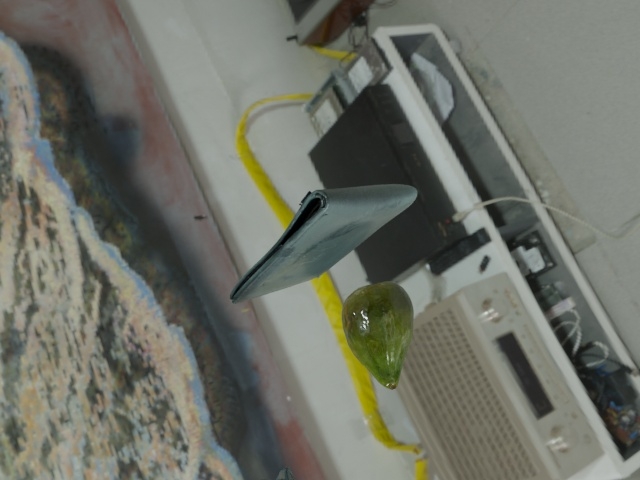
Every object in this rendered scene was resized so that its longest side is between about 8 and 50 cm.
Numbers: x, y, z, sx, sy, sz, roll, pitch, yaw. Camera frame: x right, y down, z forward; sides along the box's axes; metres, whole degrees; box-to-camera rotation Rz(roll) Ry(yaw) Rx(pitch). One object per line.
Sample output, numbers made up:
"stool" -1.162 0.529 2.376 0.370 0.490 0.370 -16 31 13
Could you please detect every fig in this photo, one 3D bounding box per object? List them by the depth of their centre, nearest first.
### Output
"fig" 0.133 0.210 1.649 0.167 0.167 0.233 7 102 53

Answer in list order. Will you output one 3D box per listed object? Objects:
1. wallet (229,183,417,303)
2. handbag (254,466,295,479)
"wallet" -0.001 -0.001 1.209 0.290 0.251 0.054 -42 71 35
"handbag" -0.025 0.494 1.137 0.179 0.062 0.229 64 178 -32
